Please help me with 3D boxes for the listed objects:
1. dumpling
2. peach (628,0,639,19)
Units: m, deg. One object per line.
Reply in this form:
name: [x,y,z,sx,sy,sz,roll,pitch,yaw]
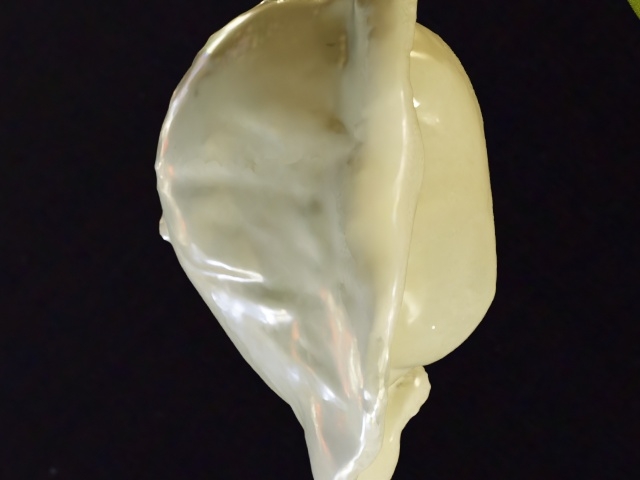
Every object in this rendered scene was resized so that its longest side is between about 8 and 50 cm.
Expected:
dumpling: [0.000,0.000,0.917,0.187,0.318,0.242,0,-136,2]
peach: [0.248,-0.179,0.682,0.316,0.314,0.281,15,-95,37]
